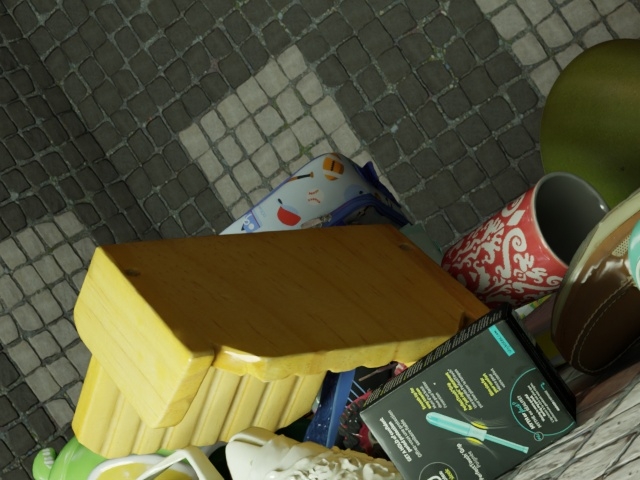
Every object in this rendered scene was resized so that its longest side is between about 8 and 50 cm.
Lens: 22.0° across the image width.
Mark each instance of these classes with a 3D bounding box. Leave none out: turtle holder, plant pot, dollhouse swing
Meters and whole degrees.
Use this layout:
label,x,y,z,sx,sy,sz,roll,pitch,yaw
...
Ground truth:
label,x,y,z,sx,sy,sz,roll,pitch,yaw
turtle holder,-0.218,0.320,2.019,0.227,0.243,0.320,-17,-24,29
plant pot,0.475,-0.133,2.130,0.275,0.275,0.293,-34,14,-17
dollhouse swing,-0.060,0.161,1.716,0.347,0.315,0.305,-4,-61,-31

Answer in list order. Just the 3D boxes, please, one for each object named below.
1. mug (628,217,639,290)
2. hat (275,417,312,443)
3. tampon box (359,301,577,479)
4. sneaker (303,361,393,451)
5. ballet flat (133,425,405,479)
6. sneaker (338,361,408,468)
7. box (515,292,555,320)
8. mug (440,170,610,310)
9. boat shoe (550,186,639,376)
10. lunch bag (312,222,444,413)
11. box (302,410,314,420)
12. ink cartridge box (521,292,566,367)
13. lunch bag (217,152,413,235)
label,x,y,z,sx,sy,sz,roll,pitch,yaw
mug,0.339,0.013,1.419,0.097,0.129,0.158,-38,2,-28
hat,-0.060,0.355,2.224,0.208,0.184,0.173,15,29,30
tampon box,0.139,0.155,1.521,0.161,0.120,0.101,-34,1,12
sneaker,0.042,0.215,1.996,0.081,0.090,0.232,-159,84,-70
ballet flat,-0.099,0.270,1.712,0.409,0.147,0.147,-23,5,30
sneaker,0.136,0.160,1.854,0.112,0.121,0.299,-30,-4,-41
box,0.283,0.076,2.056,0.105,0.043,0.179,-20,-26,-45
mug,0.223,0.025,1.707,0.169,0.150,0.113,-34,21,48
boat shoe,0.347,0.006,1.562,0.122,0.120,0.324,17,-64,-42
lunch bag,0.085,0.131,2.123,0.262,0.223,0.160,-34,-10,-5
box,0.002,0.282,2.498,0.322,0.079,0.257,-34,2,27
ink cartridge box,0.385,0.025,1.855,0.303,0.072,0.307,-33,1,-40
lunch bag,0.000,0.000,2.182,0.243,0.115,0.303,-36,-19,8
